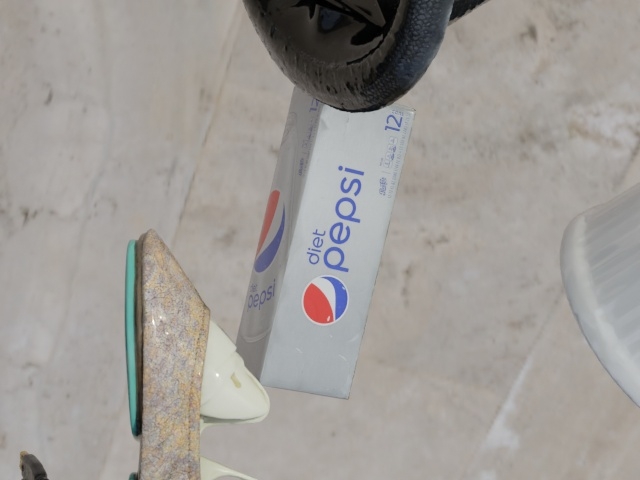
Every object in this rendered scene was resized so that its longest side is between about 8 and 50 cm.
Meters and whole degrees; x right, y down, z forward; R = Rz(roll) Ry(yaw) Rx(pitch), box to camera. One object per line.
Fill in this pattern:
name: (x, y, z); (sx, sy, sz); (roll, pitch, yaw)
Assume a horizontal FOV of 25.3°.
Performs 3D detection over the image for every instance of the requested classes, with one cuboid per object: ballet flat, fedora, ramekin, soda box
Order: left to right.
ballet flat: (-0.089, 0.150, 1.013); (0.106, 0.107, 0.316); (1, 84, -4)
soda box: (0.000, 0.000, 1.365); (0.098, 0.091, 0.286); (12, 92, -23)
fedora: (0.055, -0.267, 1.180); (0.152, 0.334, 0.334); (-11, 130, -31)
ramekin: (0.378, 0.052, 1.396); (0.277, 0.277, 0.135); (32, 129, -20)

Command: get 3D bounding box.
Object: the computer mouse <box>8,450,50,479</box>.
computer mouse: (-0.351, 0.268, 1.373); (0.060, 0.262, 0.184); (41, 76, -20)
